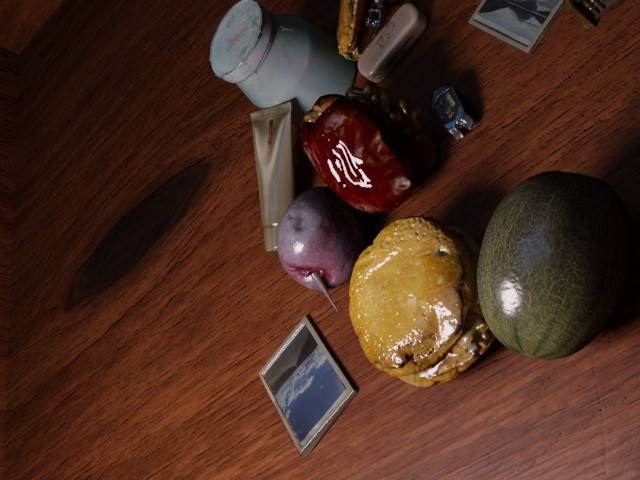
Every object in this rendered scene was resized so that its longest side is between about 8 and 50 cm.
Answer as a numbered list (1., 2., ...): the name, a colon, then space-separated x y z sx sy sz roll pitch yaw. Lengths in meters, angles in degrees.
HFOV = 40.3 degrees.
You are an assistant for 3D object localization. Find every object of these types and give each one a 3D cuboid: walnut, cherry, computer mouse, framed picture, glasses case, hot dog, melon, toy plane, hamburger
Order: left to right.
1. framed picture: -0.032 0.310 1.897 0.189 0.023 0.260 -51 41 14
2. cherry: 0.000 0.000 1.864 0.183 0.213 0.266 -6 54 10
3. hot dog: 0.090 -0.557 2.096 0.072 0.115 0.269 2 70 28
4. walnut: 0.098 -0.201 1.806 0.244 0.269 0.222 -43 13 20
5. toy plane: 0.132 -0.529 2.027 0.062 0.135 0.188 21 54 13
6. glasses case: 0.165 -0.455 2.015 0.196 0.050 0.083 -50 40 20
7. hamburger: 0.196 0.115 1.614 0.290 0.170 0.314 -46 45 28
8. computer mouse: 0.277 -0.267 1.803 0.079 0.047 0.135 -52 52 36
9. framed picture: 0.405 -0.476 1.783 0.150 0.015 0.203 -56 41 12
10. melon: 0.373 0.041 1.397 0.237 0.237 0.302 14 87 50

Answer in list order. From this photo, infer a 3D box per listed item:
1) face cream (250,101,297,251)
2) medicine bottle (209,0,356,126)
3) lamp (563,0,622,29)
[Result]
1. face cream: -0.104 -0.147 2.065 0.137 0.084 0.342 -8 85 43
2. medicine bottle: -0.097 -0.431 2.109 0.245 0.289 0.245 -23 56 40
3. lamp: 0.579 -0.518 1.550 0.325 0.089 0.090 -35 49 32
